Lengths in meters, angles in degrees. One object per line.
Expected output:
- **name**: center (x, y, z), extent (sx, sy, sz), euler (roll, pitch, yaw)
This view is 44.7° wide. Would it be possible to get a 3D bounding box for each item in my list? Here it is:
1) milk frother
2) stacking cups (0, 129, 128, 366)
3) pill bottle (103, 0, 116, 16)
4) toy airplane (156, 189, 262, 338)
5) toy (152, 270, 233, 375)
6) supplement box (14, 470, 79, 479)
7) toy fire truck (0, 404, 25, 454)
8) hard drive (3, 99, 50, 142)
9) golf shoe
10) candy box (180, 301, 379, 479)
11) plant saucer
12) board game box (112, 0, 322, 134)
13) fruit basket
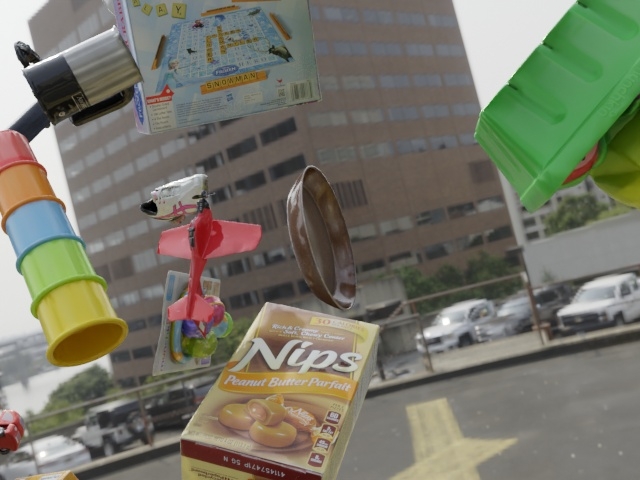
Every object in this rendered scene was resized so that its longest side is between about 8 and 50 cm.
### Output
- **milk frother**: center (-0.328, -0.239, 1.043), extent (0.135, 0.143, 0.129), euler (-28, -4, -11)
- **stacking cups**: center (-0.332, -0.001, 0.947), extent (0.096, 0.316, 0.096), euler (-24, -28, -14)
- **pill bottle**: center (-0.283, -0.508, 1.366), extent (0.146, 0.146, 0.264), euler (-13, -18, -39)
- **toy airplane**: center (-0.124, 0.023, 0.784), extent (0.151, 0.151, 0.028), euler (-16, -16, 36)
- **toy**: center (-0.166, 0.120, 1.106), extent (0.056, 0.137, 0.237), euler (7, -5, 7)
- **supplement box**: center (-0.430, 0.410, 1.189), extent (0.233, 0.078, 0.080), euler (-22, 18, 48)
- **toy fire truck**: center (-0.595, 0.306, 1.339), extent (0.192, 0.047, 0.135), euler (-3, 31, 2)
- **hard drive**: center (-0.602, -0.177, 1.489), extent (0.255, 0.054, 0.172), euler (-22, 29, 45)
- **golf shoe**: center (-0.281, -0.079, 1.504), extent (0.086, 0.067, 0.186), euler (8, -25, -35)
- **candy box**: center (-0.042, 0.214, 1.056), extent (0.183, 0.087, 0.316), euler (11, 30, 12)
- **plant saucer**: center (0.000, 0.000, 0.876), extent (0.029, 0.168, 0.168), euler (-16, -2, 15)
- **board game box**: center (-0.164, -0.355, 1.244), extent (0.319, 0.318, 0.066), euler (-16, 19, -29)
- **fruit basket**: center (0.476, -0.175, 1.228), extent (0.392, 0.392, 0.283), euler (-15, -7, 6)
